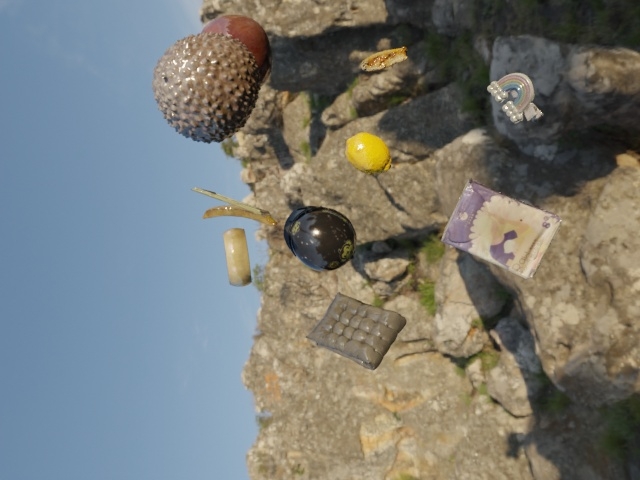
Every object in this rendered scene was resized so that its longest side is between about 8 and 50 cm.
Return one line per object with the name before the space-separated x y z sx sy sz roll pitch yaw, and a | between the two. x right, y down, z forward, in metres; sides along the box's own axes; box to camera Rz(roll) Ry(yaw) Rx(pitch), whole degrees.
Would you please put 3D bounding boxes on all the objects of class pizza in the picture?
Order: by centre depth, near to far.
pizza | 0.282 -0.776 2.092 0.134 0.271 0.056 40 145 54

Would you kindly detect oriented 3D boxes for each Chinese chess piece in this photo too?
Chinese chess piece | -0.351 0.072 2.066 0.251 0.097 0.251 172 90 -79

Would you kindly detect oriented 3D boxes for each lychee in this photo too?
lychee | -0.306 -0.416 1.318 0.300 0.299 0.300 -9 -90 -83

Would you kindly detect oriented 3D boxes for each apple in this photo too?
apple | -0.306 -0.674 1.793 0.235 0.305 0.306 -48 -42 -38

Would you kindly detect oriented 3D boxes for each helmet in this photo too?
helmet | 0.000 0.000 1.758 0.231 0.278 0.160 -61 7 11

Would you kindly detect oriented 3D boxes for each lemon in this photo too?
lemon | 0.145 -0.258 1.465 0.114 0.155 0.114 -56 3 4

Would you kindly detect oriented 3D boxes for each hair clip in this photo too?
hair clip | 0.721 -0.525 1.789 0.140 0.054 0.220 -47 66 45

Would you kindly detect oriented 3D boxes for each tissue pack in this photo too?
tissue pack | 0.635 -0.043 1.736 0.243 0.343 0.125 -68 -10 17

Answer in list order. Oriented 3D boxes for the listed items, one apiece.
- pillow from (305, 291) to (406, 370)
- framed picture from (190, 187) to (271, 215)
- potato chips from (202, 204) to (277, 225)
pillow | 0.128 0.318 1.768 0.228 0.326 0.101 -52 -54 -23
framed picture | -0.281 -0.128 1.614 0.296 0.232 0.019 -111 41 -88
potato chips | -0.385 -0.127 2.341 0.057 0.406 0.080 -32 -55 -63
